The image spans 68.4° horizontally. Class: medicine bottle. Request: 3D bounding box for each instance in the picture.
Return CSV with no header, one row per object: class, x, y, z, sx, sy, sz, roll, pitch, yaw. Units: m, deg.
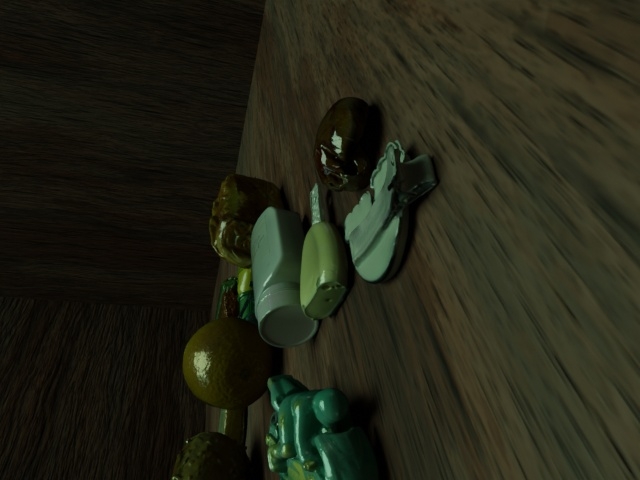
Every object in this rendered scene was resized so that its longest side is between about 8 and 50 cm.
medicine bottle,-0.076,0.066,0.926,0.296,0.111,0.161,-105,32,-56
medicine bottle,-0.219,0.147,1.452,0.111,0.076,0.309,107,163,-53

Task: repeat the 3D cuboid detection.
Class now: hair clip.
hair clip,0.068,-0.026,0.565,0.220,0.054,0.140,115,151,-55

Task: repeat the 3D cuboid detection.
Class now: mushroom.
mushroom,0.032,-0.129,0.678,0.170,0.080,0.135,-95,10,-46

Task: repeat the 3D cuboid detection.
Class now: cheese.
cheese,0.000,0.000,0.786,0.127,0.054,0.251,118,155,-45

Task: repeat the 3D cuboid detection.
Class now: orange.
orange,-0.217,0.291,1.125,0.236,0.236,0.236,-173,90,-74

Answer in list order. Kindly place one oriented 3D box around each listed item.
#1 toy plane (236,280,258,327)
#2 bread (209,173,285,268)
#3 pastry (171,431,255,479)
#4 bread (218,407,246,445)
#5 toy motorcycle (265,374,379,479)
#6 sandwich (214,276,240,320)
toy plane,-0.197,0.232,1.317,0.235,0.096,0.060,-69,15,-15
bread,-0.185,-0.048,1.213,0.344,0.195,0.149,-108,34,-61
pastry,-0.260,0.630,1.157,0.316,0.184,0.284,-88,-1,-70
bread,-0.288,0.591,1.525,0.236,0.070,0.236,-173,90,-75
toy motorcycle,-0.011,0.269,0.595,0.296,0.109,0.198,-166,77,-64
sandwich,-0.314,0.276,1.674,0.292,0.109,0.212,113,158,-44
